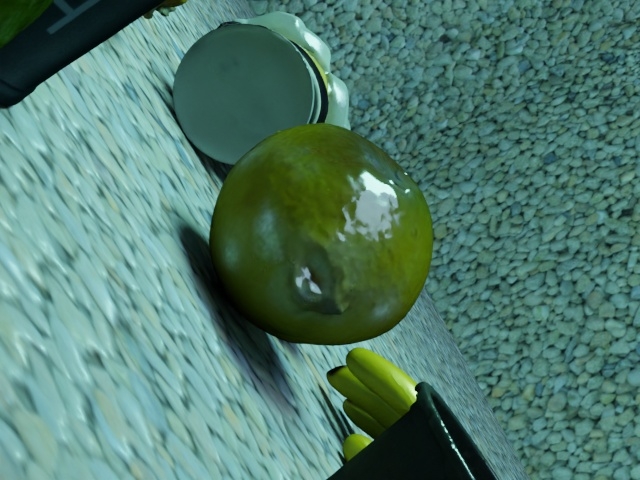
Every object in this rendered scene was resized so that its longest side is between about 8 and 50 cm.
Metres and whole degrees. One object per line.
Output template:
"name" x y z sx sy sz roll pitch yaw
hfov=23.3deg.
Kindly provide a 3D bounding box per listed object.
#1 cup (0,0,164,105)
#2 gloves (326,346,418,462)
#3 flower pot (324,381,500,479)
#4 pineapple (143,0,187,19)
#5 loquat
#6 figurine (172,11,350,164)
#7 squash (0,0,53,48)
"cup" -0.109 -0.265 0.727 0.308 0.292 0.242 58 5 -21
"gloves" 0.090 0.200 1.119 0.294 0.116 0.133 51 -27 34
"flower pot" 0.054 0.166 0.794 0.157 0.107 0.157 55 5 -7
"pineapple" -0.164 -0.253 1.200 0.334 0.158 0.161 -98 -164 -67
"loquat" 0.000 0.000 1.031 0.152 0.152 0.195 58 9 -9
"figurine" -0.045 -0.119 1.389 0.236 0.133 0.176 -55 122 -82
"squash" -0.086 -0.211 0.527 0.101 0.378 0.101 21 19 -8
